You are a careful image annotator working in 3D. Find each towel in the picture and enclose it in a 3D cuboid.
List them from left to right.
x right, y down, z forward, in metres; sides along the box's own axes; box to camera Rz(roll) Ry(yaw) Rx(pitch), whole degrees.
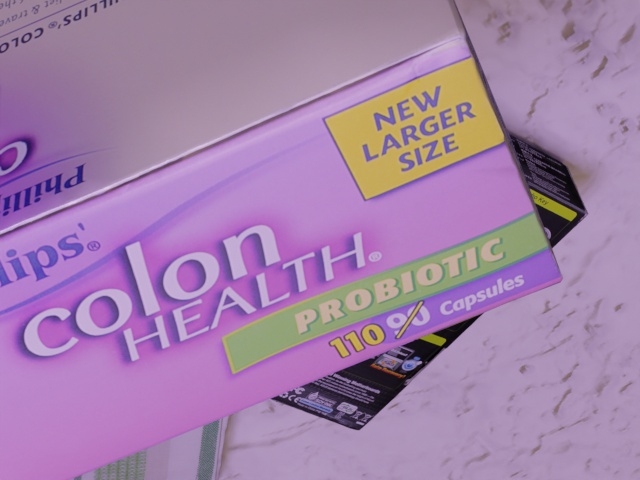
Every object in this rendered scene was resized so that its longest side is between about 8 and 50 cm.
[{"bbox_3d":[-0.125,0.097,0.894,0.152,0.023,0.113,1,132,-13],"label":"towel"}]

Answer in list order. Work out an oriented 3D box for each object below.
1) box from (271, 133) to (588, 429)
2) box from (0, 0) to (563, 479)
[{"bbox_3d":[0.000,0.000,0.813,0.191,0.045,0.184,24,122,-32],"label":"box"},{"bbox_3d":[-0.060,-0.063,0.591,0.213,0.243,0.117,-23,135,7],"label":"box"}]
